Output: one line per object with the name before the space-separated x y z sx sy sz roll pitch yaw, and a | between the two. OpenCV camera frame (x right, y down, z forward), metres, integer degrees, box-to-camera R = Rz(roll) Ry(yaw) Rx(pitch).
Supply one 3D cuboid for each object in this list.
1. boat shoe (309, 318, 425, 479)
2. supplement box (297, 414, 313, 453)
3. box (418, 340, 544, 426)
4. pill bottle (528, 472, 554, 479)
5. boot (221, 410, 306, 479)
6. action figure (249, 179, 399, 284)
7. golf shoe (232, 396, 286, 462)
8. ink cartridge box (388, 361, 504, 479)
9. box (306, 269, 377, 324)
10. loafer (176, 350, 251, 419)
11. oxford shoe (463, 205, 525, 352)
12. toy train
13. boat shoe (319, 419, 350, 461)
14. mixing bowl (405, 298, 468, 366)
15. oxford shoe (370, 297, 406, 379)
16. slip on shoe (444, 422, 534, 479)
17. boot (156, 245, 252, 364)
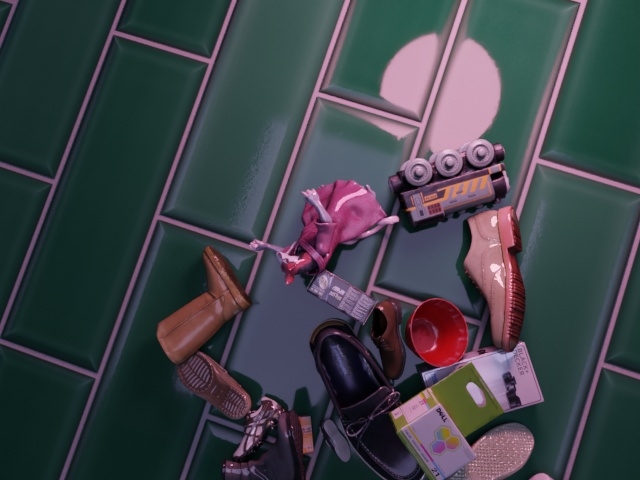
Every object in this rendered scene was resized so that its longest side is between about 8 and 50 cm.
boat shoe | 0.124 0.444 1.514 0.187 0.156 0.499 -29 85 -1
supplement box | -0.057 0.540 1.564 0.062 0.036 0.098 -4 84 -20
box | 0.432 0.390 1.531 0.290 0.087 0.169 -16 84 2
pill bottle | 0.659 0.744 1.445 0.283 0.161 0.161 37 88 6
boot | -0.155 0.588 1.469 0.223 0.118 0.337 -1 117 2
action figure | 0.000 0.000 1.500 0.276 0.248 0.370 42 48 -13
golf shoe | -0.187 0.527 1.572 0.094 0.077 0.198 40 81 17
ink cartridge box | 0.333 0.458 1.420 0.255 0.097 0.188 -34 102 2
box | 0.060 0.152 1.548 0.180 0.147 0.077 30 88 7
loafer | -0.298 0.407 1.578 0.269 0.092 0.102 37 80 23
oxford shoe | 0.471 0.106 1.534 0.147 0.140 0.396 -7 68 30
toy train | 0.362 -0.160 1.572 0.334 0.142 0.190 -17 96 0
boat shoe | 0.038 0.559 1.565 0.046 0.038 0.125 -32 88 -42
mixing bowl | 0.300 0.255 1.533 0.182 0.098 0.181 6 74 -20
oxford shoe | 0.175 0.278 1.541 0.083 0.096 0.227 -4 96 46
slip on shoe | 0.434 0.610 1.504 0.331 0.101 0.123 -37 66 -16
boot | -0.357 0.176 1.590 0.270 0.089 0.236 -37 65 3
